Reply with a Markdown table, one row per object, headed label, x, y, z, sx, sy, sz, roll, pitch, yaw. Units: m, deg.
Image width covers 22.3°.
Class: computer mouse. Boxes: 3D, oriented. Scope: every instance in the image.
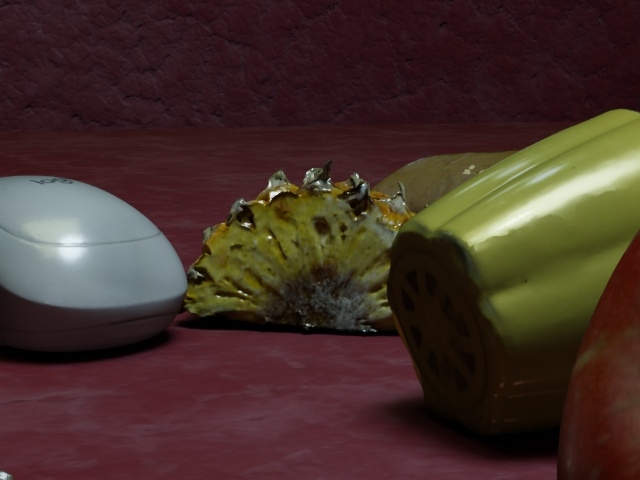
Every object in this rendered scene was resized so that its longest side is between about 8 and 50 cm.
| label | x | y | z | sx | sy | sz | roll | pitch | yaw |
| --- | --- | --- | --- | --- | --- | --- | --- | --- | --- |
| computer mouse | -0.240 | 0.008 | 1.237 | 0.297 | 0.121 | 0.184 | 12 | 15 | 42 |

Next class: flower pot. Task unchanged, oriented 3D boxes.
| label | x | y | z | sx | sy | sz | roll | pitch | yaw |
| --- | --- | --- | --- | --- | --- | --- | --- | --- | --- |
| flower pot | 0.146 | 0.029 | 1.007 | 0.179 | 0.195 | 0.195 | -16 | 16 | -25 |

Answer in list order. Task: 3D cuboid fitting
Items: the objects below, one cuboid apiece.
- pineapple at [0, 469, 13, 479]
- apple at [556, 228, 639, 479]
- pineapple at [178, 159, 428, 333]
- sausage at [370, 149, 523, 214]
| label | x | y | z | sx | sy | sz | roll | pitch | yaw |
| --- | --- | --- | --- | --- | --- | --- | --- | --- | --- |
| pineapple | -0.155 | 0.127 | 0.625 | 0.108 | 0.108 | 0.197 | -1 | 0 | -14 |
| apple | 0.213 | 0.069 | 0.532 | 0.216 | 0.260 | 0.260 | 24 | -5 | -34 |
| pineapple | 0.000 | 0.000 | 1.266 | 0.233 | 0.135 | 0.079 | 1 | 9 | 6 |
| sausage | 0.282 | -0.020 | 1.459 | 0.500 | 0.123 | 0.136 | 2 | 7 | 8 |
